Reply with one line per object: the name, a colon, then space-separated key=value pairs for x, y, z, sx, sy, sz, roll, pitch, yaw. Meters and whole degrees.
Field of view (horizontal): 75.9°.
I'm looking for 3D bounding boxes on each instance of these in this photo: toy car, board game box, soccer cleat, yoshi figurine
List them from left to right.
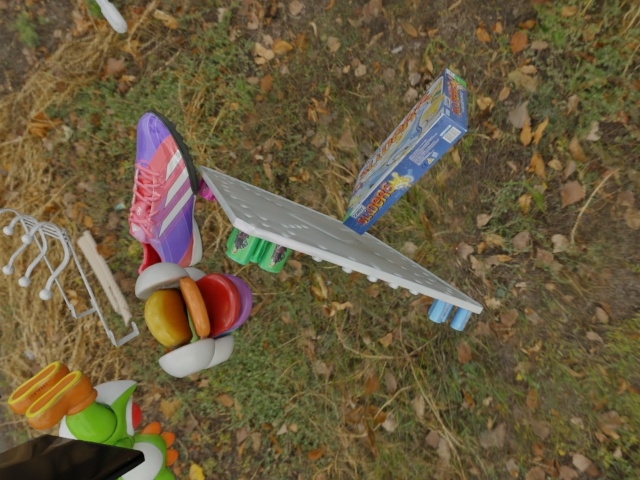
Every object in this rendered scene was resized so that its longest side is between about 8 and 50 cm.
yoshi figurine: x=-0.425 y=0.412 z=0.769 sx=0.203 sy=0.203 sz=0.362 roll=-24 pitch=118 yaw=5
soccer cleat: x=-0.282 y=-0.062 z=0.713 sx=0.109 sy=0.116 sz=0.318 roll=33 pitch=137 yaw=28
toy car: x=-0.170 y=0.101 z=0.606 sx=0.136 sy=0.182 sz=0.159 roll=-26 pitch=78 yaw=2
board game box: x=0.000 y=0.000 z=0.676 sx=0.390 sy=0.390 sz=0.050 roll=20 pitch=100 yaw=-27
board game box: x=0.108 y=-0.113 z=0.543 sx=0.035 sy=0.136 sz=0.201 roll=32 pitch=133 yaw=-11

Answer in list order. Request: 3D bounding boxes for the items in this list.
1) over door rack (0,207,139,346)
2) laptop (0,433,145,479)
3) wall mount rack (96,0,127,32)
over door rack: x=-0.562 y=0.093 z=0.880 sx=0.240 sy=0.108 sz=0.324 roll=13 pitch=134 yaw=37
laptop: x=-0.299 y=0.263 z=0.297 sx=0.137 sy=0.234 sz=0.264 roll=32 pitch=106 yaw=23
wall mount rack: x=-0.399 y=-0.339 z=0.431 sx=0.304 sy=0.350 sz=0.130 roll=18 pitch=108 yaw=12
